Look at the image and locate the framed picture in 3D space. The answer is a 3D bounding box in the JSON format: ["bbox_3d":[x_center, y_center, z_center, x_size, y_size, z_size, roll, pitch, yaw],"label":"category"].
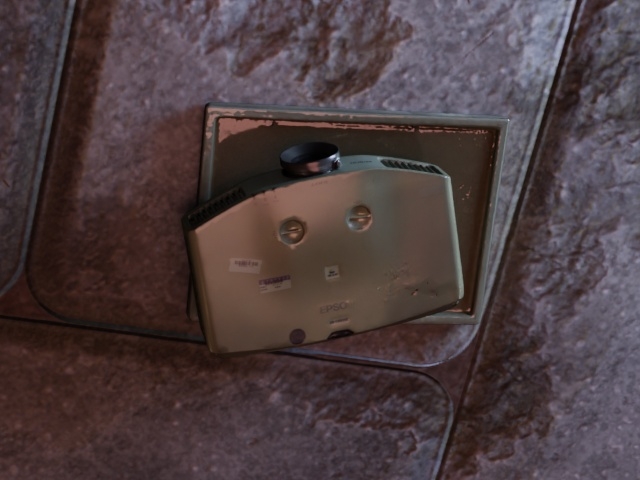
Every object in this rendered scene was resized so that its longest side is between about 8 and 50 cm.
[{"bbox_3d":[0.028,-0.023,1.723,0.324,0.020,0.240,0,111,-13],"label":"framed picture"}]

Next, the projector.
[{"bbox_3d":[0.000,0.000,1.666,0.270,0.088,0.193,-12,112,-9],"label":"projector"}]
